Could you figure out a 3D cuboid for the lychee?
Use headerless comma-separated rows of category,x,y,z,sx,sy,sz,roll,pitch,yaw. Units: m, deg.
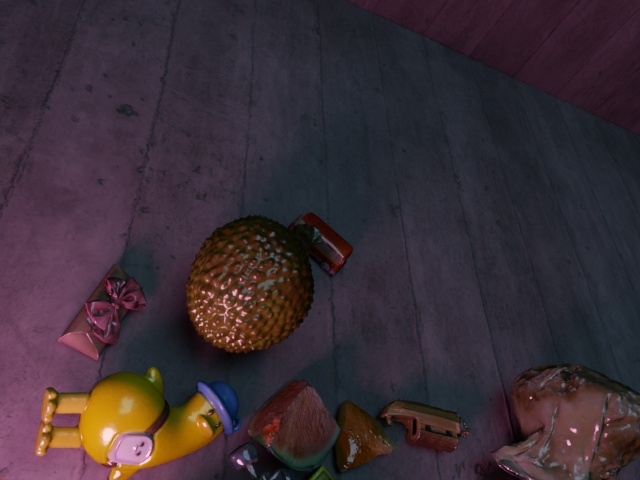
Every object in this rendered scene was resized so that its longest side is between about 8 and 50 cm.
lychee,-0.138,0.082,1.218,0.269,0.270,0.320,25,35,-13

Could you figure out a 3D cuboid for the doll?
doll,-0.299,0.320,1.030,0.362,0.145,0.200,13,89,-35

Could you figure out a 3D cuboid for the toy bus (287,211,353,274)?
toy bus,0.000,0.000,1.497,0.174,0.077,0.079,42,44,3

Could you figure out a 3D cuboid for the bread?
bread,0.080,0.402,1.249,0.154,0.054,0.136,-4,55,-37

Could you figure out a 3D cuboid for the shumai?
shumai,0.558,0.451,1.321,0.288,0.329,0.292,-14,89,-51

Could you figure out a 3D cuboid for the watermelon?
watermelon,-0.048,0.377,1.144,0.146,0.128,0.231,56,34,-4

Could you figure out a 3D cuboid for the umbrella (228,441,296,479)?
umbrella,-0.055,0.502,0.979,0.143,0.094,0.349,-15,69,-56

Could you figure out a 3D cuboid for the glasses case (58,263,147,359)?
glasses case,-0.403,0.134,1.139,0.102,0.070,0.194,31,45,-10

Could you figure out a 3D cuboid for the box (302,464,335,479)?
box,0.022,0.549,1.085,0.220,0.064,0.141,48,48,7

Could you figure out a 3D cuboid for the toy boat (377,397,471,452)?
toy boat,0.234,0.417,1.323,0.225,0.068,0.088,19,53,-19
